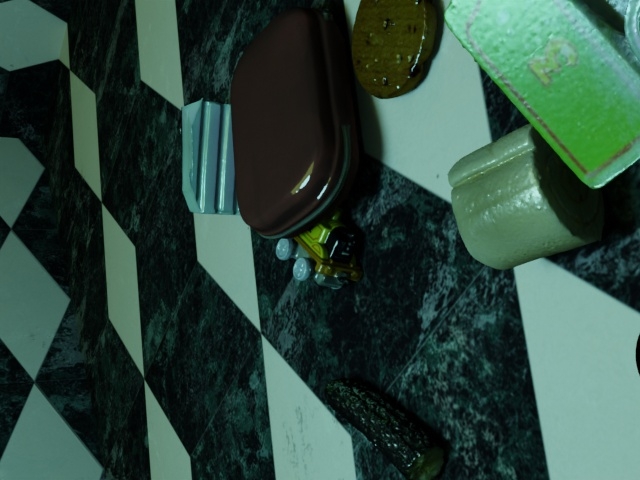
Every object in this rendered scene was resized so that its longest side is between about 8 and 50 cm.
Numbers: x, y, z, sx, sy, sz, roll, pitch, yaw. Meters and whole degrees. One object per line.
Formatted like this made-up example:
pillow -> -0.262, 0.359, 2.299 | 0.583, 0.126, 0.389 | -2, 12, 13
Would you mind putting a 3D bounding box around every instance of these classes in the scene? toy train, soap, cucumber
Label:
toy train -> 0.275, -0.225, 0.820 | 0.307, 0.173, 0.249 | 50, 140, 5
soap -> -0.215, -0.170, 1.767 | 0.091, 0.145, 0.231 | 11, 98, 60
cucumber -> 0.082, 0.272, 1.313 | 0.300, 0.072, 0.072 | 30, 115, 57
toy train -> 0.000, 0.000, 1.451 | 0.219, 0.089, 0.127 | 46, 117, 52

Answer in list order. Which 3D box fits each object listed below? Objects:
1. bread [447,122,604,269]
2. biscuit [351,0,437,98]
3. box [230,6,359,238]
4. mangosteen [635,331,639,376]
bread -> 0.240, -0.052, 0.990 | 0.141, 0.134, 0.148 | -26, 79, 53
biscuit -> 0.110, -0.317, 1.316 | 0.212, 0.036, 0.212 | -6, 84, 61
box -> -0.049, -0.199, 1.449 | 0.263, 0.108, 0.404 | -34, 50, 41
mangosteen -> 0.359, 0.097, 0.810 | 0.140, 0.140, 0.140 | -3, 87, 60
